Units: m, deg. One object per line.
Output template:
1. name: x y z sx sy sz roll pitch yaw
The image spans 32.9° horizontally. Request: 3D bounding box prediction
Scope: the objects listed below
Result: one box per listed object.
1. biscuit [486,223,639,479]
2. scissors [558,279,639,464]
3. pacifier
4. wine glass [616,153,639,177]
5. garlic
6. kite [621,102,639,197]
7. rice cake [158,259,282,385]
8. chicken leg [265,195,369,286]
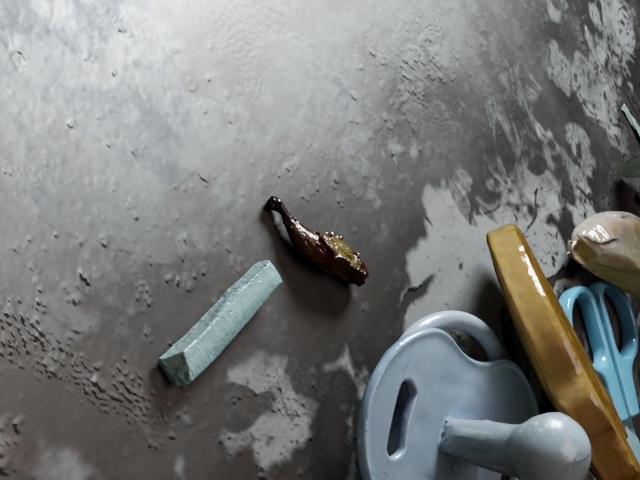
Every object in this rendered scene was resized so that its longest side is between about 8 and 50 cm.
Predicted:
1. biscuit: 0.284 0.146 1.267 0.351 0.057 0.312 57 14 -28
2. scissors: 0.421 0.276 1.479 0.192 0.029 0.447 -6 81 -49
3. pacifier: 0.176 0.195 1.100 0.287 0.226 0.238 31 71 -40
4. wine glass: 0.550 0.003 1.582 0.143 0.143 0.321 6 59 -45
5. garlic: 0.417 0.010 1.520 0.195 0.087 0.101 26 45 -34
6. kite: 0.553 -0.117 1.770 0.250 0.012 0.229 60 40 -12
7. rice cake: -0.090 0.074 1.012 0.171 0.029 0.033 -47 117 -43
8. chicken leg: 0.001 0.003 1.128 0.145 0.037 0.062 32 33 -36
